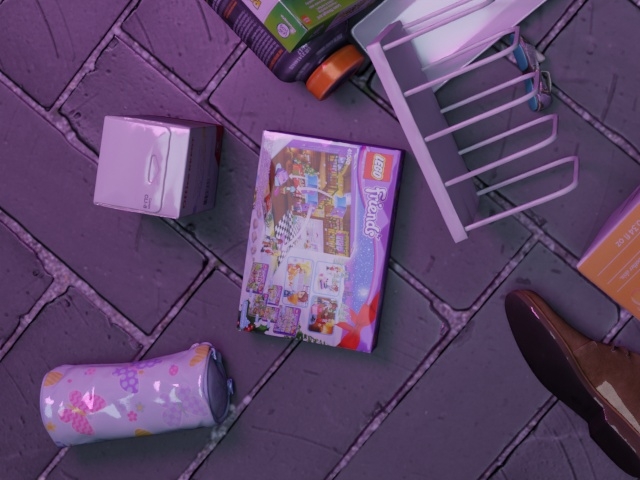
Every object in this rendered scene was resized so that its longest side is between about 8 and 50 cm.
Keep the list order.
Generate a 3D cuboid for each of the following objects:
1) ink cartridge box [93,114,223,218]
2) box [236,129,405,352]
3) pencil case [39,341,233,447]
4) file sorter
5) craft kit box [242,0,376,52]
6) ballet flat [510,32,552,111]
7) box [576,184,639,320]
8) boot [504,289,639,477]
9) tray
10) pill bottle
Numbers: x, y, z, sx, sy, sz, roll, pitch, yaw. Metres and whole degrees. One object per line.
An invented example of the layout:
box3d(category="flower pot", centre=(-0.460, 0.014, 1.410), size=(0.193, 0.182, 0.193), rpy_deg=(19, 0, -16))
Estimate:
box3d(category="ink cartridge box", centre=(-0.224, -0.107, 1.894), size=(0.127, 0.176, 0.128), rpy_deg=(9, 97, 10))
box3d(category="box", centre=(0.000, 0.000, 1.923), size=(0.201, 0.057, 0.293), rpy_deg=(10, 97, 10))
box3d(category="pencil case", centre=(-0.270, 0.226, 1.968), size=(0.273, 0.113, 0.124), rpy_deg=(-10, 85, 11))
box3d(category="file sorter", centre=(0.207, -0.176, 1.767), size=(0.173, 0.193, 0.277), rpy_deg=(-23, 101, 17))
box3d(category="craft kit box", centre=(-0.042, -0.394, 1.804), size=(0.246, 0.250, 0.061), rpy_deg=(46, 134, 5))
box3d(category="ballet flat", centre=(0.294, -0.236, 1.859), size=(0.041, 0.041, 0.114), rpy_deg=(-17, 92, 12))
box3d(category="box", centre=(0.544, 0.044, 1.729), size=(0.345, 0.168, 0.215), rpy_deg=(39, 130, 5))
box3d(category="boot", centre=(0.378, 0.175, 1.865), size=(0.115, 0.112, 0.305), rpy_deg=(-38, 83, -18))
box3d(category="tray", centre=(0.188, -0.321, 1.871), size=(0.270, 0.030, 0.145), rpy_deg=(-39, 87, 12))
box3d(category="pill bottle", centre=(-0.051, -0.309, 1.867), size=(0.130, 0.130, 0.245), rpy_deg=(-43, 87, 12))
